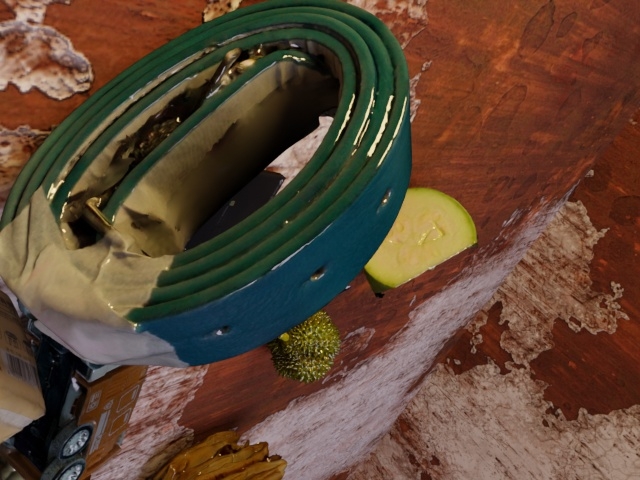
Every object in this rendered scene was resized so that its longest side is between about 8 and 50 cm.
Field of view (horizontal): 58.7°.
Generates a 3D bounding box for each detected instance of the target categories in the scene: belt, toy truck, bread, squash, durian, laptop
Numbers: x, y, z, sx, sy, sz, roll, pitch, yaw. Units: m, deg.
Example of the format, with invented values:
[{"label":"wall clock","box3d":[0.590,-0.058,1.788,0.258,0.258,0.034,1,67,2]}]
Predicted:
[{"label":"belt","box3d":[-0.096,-0.060,0.585,0.436,0.300,0.173,-41,152,-7]},{"label":"toy truck","box3d":[-0.309,0.176,0.755,0.162,0.136,0.305,-19,136,-62]},{"label":"bread","box3d":[-0.298,0.603,1.346,0.370,0.191,0.314,-42,160,22]},{"label":"squash","box3d":[0.208,0.049,1.245,0.234,0.210,0.309,-30,146,-2]},{"label":"durian","box3d":[-0.026,0.222,1.227,0.159,0.146,0.198,-29,152,-32]},{"label":"laptop","box3d":[-0.144,-0.029,0.870,0.135,0.016,0.197,2,127,-52]}]

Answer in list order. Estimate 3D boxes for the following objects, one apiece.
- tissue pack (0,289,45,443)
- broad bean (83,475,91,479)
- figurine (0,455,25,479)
[{"label":"tissue pack","box3d":[-0.376,0.091,0.543,0.090,0.186,0.222,-34,152,-7]},{"label":"broad bean","box3d":[-0.479,0.465,1.024,0.165,0.084,0.114,-49,174,-7]},{"label":"figurine","box3d":[-0.511,0.376,0.825,0.147,0.093,0.197,-17,180,35]}]
